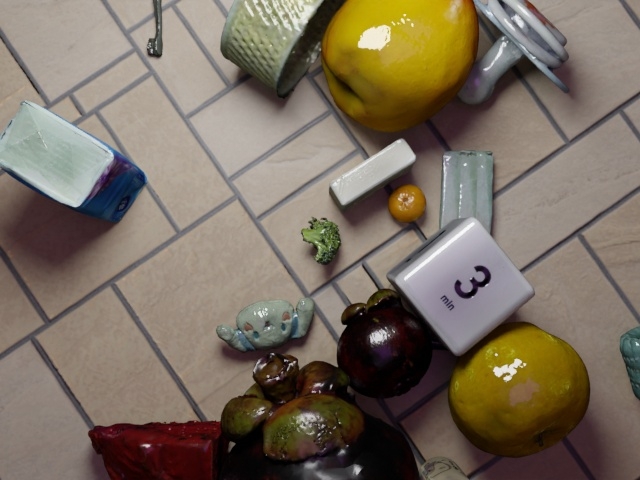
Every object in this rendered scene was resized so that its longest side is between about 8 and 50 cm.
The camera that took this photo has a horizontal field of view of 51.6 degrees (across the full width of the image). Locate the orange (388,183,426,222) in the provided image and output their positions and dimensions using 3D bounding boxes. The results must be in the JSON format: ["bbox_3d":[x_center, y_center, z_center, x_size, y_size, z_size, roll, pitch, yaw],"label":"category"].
[{"bbox_3d":[0.185,-0.078,1.413,0.083,0.070,0.083,0,86,4],"label":"orange"}]

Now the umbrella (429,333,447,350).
[{"bbox_3d":[0.260,0.219,1.413,0.133,0.031,0.036,6,65,1],"label":"umbrella"}]

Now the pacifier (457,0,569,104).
[{"bbox_3d":[0.374,-0.379,1.383,0.299,0.244,0.233,45,117,3],"label":"pacifier"}]

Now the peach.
[{"bbox_3d":[0.165,-0.372,1.318,0.308,0.289,0.289,-33,87,-7],"label":"peach"}]

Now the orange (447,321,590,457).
[{"bbox_3d":[0.383,0.289,1.302,0.279,0.279,0.235,-22,54,-2],"label":"orange"}]

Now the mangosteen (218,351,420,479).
[{"bbox_3d":[-0.027,0.435,1.229,0.381,0.381,0.421,-44,81,-3],"label":"mangosteen"}]

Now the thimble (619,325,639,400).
[{"bbox_3d":[0.727,0.233,1.343,0.235,0.198,0.143,-14,84,-35],"label":"thimble"}]

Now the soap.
[{"bbox_3d":[0.106,-0.136,1.390,0.183,0.121,0.063,-33,87,-2],"label":"soap"}]

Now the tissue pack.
[{"bbox_3d":[-0.483,-0.142,1.309,0.198,0.263,0.146,31,87,1],"label":"tissue pack"}]

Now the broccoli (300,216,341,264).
[{"bbox_3d":[0.000,0.000,1.397,0.092,0.095,0.097,6,94,-13],"label":"broccoli"}]

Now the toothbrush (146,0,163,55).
[{"bbox_3d":[-0.360,-0.551,1.456,0.031,0.030,0.297,0,87,9],"label":"toothbrush"}]

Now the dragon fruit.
[{"bbox_3d":[-0.314,0.440,1.346,0.330,0.240,0.302,11,115,21],"label":"dragon fruit"}]

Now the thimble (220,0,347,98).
[{"bbox_3d":[-0.071,-0.437,1.336,0.150,0.271,0.270,34,86,2],"label":"thimble"}]

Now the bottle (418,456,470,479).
[{"bbox_3d":[0.256,0.506,1.305,0.097,0.209,0.110,-15,87,-1],"label":"bottle"}]

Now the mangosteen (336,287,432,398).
[{"bbox_3d":[0.123,0.217,1.337,0.210,0.210,0.209,0,86,-1],"label":"mangosteen"}]

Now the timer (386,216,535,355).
[{"bbox_3d":[0.268,0.086,1.308,0.195,0.194,0.192,-39,90,-1],"label":"timer"}]

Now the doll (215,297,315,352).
[{"bbox_3d":[-0.111,0.177,1.392,0.214,0.071,0.103,-14,99,-10],"label":"doll"}]

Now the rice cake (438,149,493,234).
[{"bbox_3d":[0.313,-0.092,1.432,0.124,0.038,0.211,-1,86,-1],"label":"rice cake"}]
